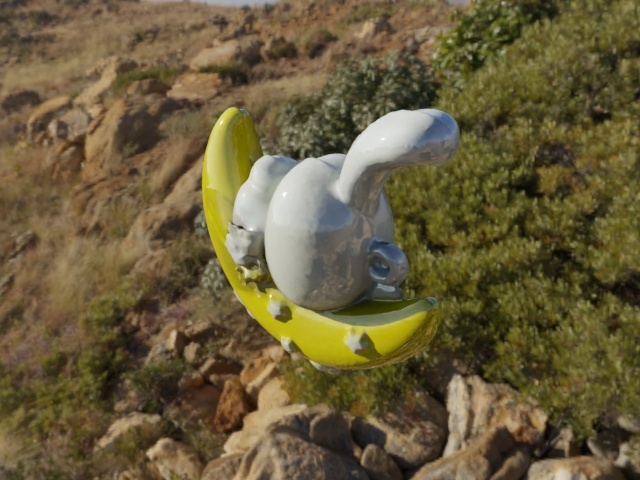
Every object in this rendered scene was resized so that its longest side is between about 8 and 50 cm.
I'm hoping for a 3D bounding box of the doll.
[{"bbox_3d":[0.000,0.000,0.505,0.111,0.252,0.237,-26,37,-37],"label":"doll"}]
